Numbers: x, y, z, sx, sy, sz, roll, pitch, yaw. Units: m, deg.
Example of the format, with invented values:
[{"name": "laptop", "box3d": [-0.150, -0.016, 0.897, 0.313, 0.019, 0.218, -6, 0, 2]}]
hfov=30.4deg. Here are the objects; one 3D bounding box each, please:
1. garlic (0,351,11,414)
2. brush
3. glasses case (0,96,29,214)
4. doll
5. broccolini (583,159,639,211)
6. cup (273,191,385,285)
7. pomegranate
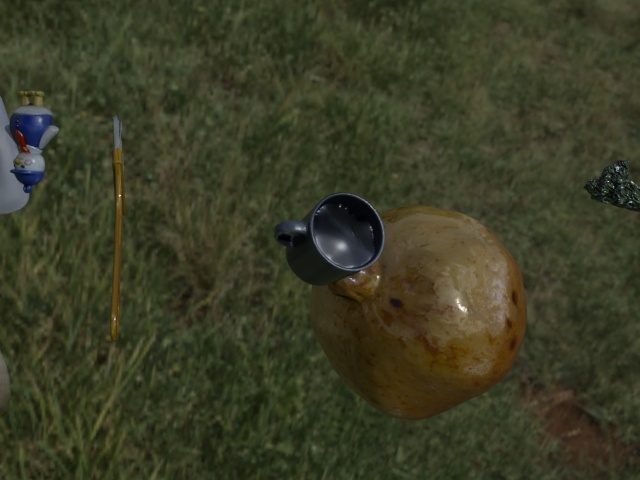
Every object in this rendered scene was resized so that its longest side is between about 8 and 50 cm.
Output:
[{"name": "garlic", "box3d": [-0.579, 0.242, 1.836, 0.196, 0.338, 0.151, -31, 94, -12]}, {"name": "brush", "box3d": [-0.227, -0.007, 1.312, 0.013, 0.103, 0.272, -1, 54, -7]}, {"name": "glasses case", "box3d": [-0.502, -0.136, 1.797, 0.076, 0.049, 0.197, -18, 94, -21]}, {"name": "doll", "box3d": [-0.404, -0.137, 1.638, 0.098, 0.143, 0.057, 7, 5, 32]}, {"name": "broccolini", "box3d": [0.379, -0.038, 1.300, 0.194, 0.054, 0.052, 15, 39, -25]}, {"name": "cup", "box3d": [0.000, 0.000, 1.128, 0.100, 0.077, 0.078, 12, 68, -22]}, {"name": "pomegranate", "box3d": [0.153, 0.109, 2.021, 0.410, 0.410, 0.410, 8, 43, -8]}]
